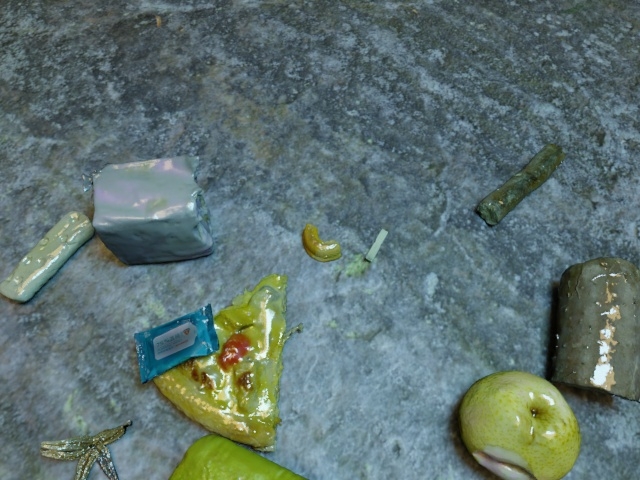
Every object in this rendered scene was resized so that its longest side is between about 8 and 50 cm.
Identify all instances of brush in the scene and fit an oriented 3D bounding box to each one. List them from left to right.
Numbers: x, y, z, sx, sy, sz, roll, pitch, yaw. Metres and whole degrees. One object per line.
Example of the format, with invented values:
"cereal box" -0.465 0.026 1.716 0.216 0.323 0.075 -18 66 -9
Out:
"brush" 0.113 0.010 0.852 0.016 0.013 0.083 30 59 5

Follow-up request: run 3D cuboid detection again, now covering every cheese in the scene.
"cheese" -0.506 0.028 0.786 0.065 0.043 0.194 30 67 9

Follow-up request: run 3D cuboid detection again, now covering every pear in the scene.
"pear" 0.303 0.284 0.647 0.178 0.178 0.178 1 64 -3

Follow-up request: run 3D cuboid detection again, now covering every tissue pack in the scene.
"tissue pack" -0.229 0.165 0.677 0.138 0.028 0.085 -21 63 0

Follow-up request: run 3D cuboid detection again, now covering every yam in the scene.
"yam" 0.439 -0.124 0.914 0.253 0.061 0.061 -37 72 -20
"yam" 0.487 0.154 0.745 0.129 0.128 0.238 28 66 -28

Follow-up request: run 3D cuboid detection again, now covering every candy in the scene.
"candy" -0.298 -0.051 0.762 0.195 0.185 0.137 -8 61 -7

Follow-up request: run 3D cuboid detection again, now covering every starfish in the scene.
"starfish" -0.344 0.324 0.656 0.130 0.041 0.133 -39 99 -14

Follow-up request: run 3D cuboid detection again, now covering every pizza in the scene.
"pizza" -0.145 0.167 0.724 0.280 0.075 0.287 23 66 7

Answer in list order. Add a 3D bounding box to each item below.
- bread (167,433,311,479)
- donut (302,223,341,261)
"bread" -0.047 0.403 0.557 0.383 0.112 0.166 18 81 16
"donut" 0.000 0.000 0.835 0.067 0.038 0.083 -14 68 -7
